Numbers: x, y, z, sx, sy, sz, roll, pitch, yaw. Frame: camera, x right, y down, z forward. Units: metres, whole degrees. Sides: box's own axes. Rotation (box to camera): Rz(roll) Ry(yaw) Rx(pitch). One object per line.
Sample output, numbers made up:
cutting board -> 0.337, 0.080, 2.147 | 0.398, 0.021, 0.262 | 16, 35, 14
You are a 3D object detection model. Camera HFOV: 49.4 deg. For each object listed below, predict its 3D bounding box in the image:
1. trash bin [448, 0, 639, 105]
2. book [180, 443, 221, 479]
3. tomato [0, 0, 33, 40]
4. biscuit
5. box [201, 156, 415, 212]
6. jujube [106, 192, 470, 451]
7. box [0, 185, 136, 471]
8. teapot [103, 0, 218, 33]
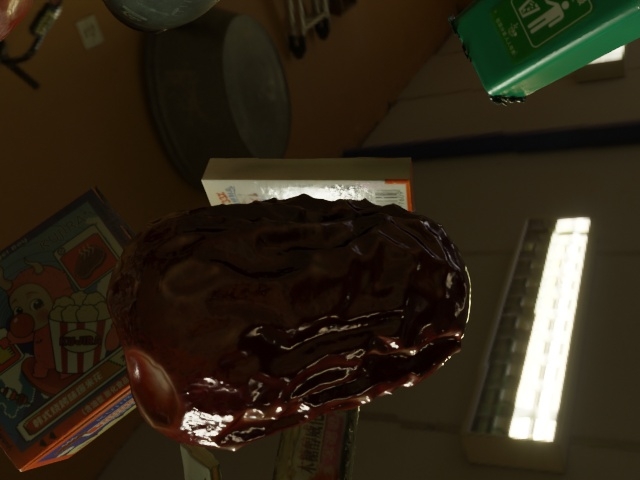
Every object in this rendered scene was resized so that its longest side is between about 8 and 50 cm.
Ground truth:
trash bin -> 0.469, -0.440, 1.295 | 0.381, 0.259, 0.295 | -29, 170, 40
book -> -0.165, 0.457, 1.041 | 0.026, 0.289, 0.201 | -6, 179, -22
tomato -> -0.268, -0.198, 0.425 | 0.187, 0.151, 0.187 | 0, -122, 0
biscuit -> -0.007, 0.224, 0.685 | 0.079, 0.309, 0.186 | 10, 170, 4
box -> 0.000, 0.000, 0.949 | 0.265, 0.273, 0.048 | 2, -130, 12
jujube -> -0.018, 0.046, 0.455 | 0.230, 0.155, 0.155 | -8, -156, -22
box -> -0.414, 0.150, 1.192 | 0.349, 0.318, 0.257 | -36, 170, -10
teapot -> -0.262, -0.441, 1.006 | 0.315, 0.233, 0.312 | 10, 153, -33
